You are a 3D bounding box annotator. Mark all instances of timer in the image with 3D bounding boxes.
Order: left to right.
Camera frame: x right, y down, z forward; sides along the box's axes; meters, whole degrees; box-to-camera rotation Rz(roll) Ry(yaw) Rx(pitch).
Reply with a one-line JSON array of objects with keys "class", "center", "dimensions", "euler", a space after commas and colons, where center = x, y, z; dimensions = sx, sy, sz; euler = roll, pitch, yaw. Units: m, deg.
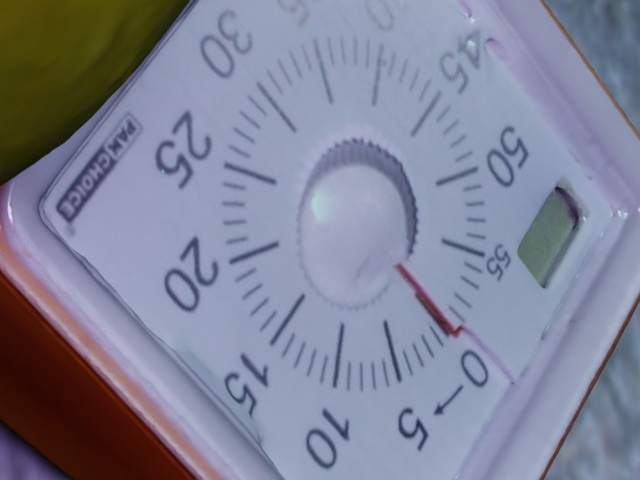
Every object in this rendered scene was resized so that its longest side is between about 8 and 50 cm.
[{"class": "timer", "center": [0.000, 0.000, 0.757], "dimensions": [0.250, 0.161, 0.257], "euler": [41, 58, -13]}]

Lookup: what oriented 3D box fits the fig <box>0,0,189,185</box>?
[{"class": "fig", "center": [-0.162, -0.141, 0.522], "dimensions": [0.343, 0.343, 0.343], "euler": [9, 66, -21]}]
